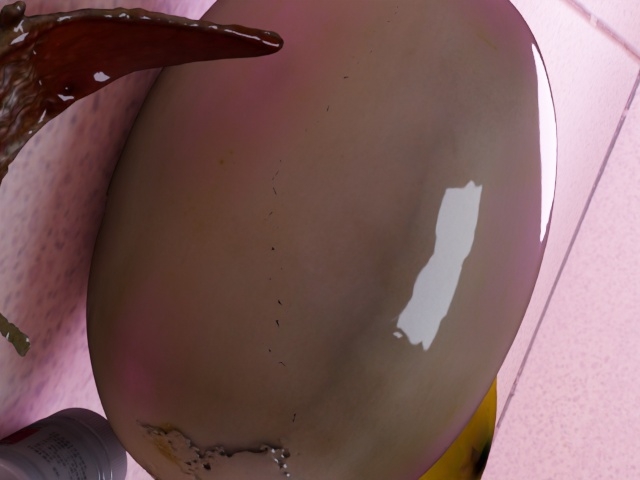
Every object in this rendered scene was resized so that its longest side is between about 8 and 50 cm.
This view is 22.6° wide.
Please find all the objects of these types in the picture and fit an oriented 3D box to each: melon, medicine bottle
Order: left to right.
[{"bbox_3d":[-0.145,0.125,0.827,0.091,0.058,0.058,-25,136,-66],"label":"medicine bottle"},{"bbox_3d":[0.000,0.000,0.826,0.317,0.223,0.223,-66,164,8],"label":"melon"}]

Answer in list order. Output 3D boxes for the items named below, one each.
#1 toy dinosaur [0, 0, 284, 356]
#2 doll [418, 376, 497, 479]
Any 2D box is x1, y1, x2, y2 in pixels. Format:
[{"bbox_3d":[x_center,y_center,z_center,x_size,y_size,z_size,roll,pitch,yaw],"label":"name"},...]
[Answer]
[{"bbox_3d":[-0.131,0.030,0.656,0.327,0.113,0.206,-52,158,-47],"label":"toy dinosaur"},{"bbox_3d":[0.044,0.089,1.228,0.348,0.161,0.423,0,112,-58],"label":"doll"}]
